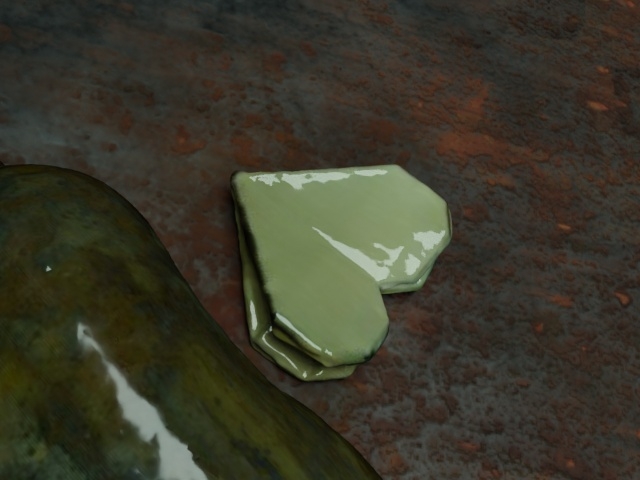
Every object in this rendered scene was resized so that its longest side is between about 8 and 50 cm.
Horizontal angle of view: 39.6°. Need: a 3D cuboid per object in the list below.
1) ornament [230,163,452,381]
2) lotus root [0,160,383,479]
[{"bbox_3d":[0.000,0.000,0.722,0.180,0.059,0.201,38,55,3],"label":"ornament"},{"bbox_3d":[-0.135,0.111,0.511,0.250,0.250,0.346,-35,79,-30],"label":"lotus root"}]
